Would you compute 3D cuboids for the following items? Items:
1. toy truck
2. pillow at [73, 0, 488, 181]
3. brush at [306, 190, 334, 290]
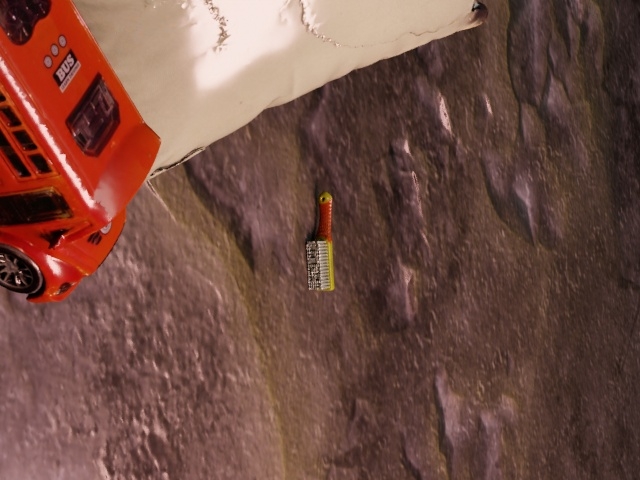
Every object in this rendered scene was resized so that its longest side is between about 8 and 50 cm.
[{"bbox_3d":[-0.182,-0.079,1.020,0.253,0.114,0.107,61,39,-35],"label":"toy truck"},{"bbox_3d":[-0.057,-0.221,1.148,0.312,0.119,0.310,-28,116,-12],"label":"pillow"},{"bbox_3d":[0.000,0.000,1.401,0.021,0.018,0.083,5,85,-49],"label":"brush"}]
